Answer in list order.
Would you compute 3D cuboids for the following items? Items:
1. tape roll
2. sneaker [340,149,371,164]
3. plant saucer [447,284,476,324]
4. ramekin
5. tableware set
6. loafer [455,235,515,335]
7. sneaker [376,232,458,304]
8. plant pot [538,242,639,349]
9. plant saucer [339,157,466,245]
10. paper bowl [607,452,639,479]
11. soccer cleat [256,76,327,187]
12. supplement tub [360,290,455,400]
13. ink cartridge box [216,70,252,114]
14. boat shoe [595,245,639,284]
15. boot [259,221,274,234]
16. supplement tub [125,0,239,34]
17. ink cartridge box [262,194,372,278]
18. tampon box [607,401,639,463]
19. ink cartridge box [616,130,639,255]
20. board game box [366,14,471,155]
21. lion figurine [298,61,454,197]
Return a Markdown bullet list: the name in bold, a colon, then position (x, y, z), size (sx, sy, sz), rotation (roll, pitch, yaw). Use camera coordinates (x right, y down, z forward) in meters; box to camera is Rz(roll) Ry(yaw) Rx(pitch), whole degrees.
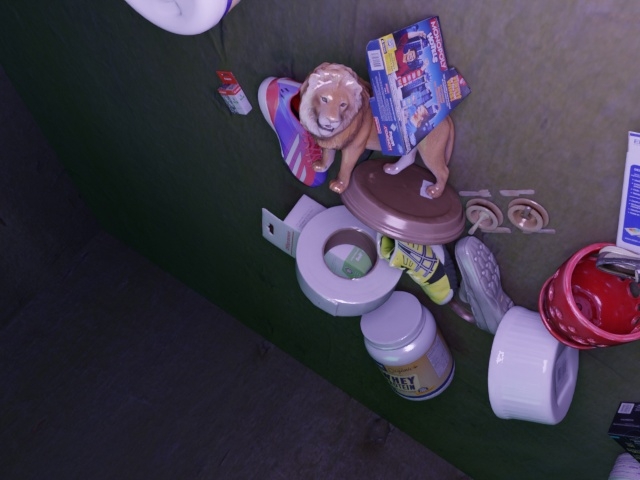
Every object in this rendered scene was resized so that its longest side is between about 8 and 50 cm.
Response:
- **tape roll**: position (0.074, 0.053, 1.589), size (0.286, 0.286, 0.100), rotation (33, 156, 11)
- **sneaker**: position (0.072, -0.248, 1.293), size (0.130, 0.087, 0.227), rotation (31, 162, 0)
- **plant saucer**: position (0.417, 0.174, 1.643), size (0.168, 0.029, 0.168), rotation (31, 156, 15)
- **ramekin**: position (0.517, 0.303, 1.445), size (0.135, 0.277, 0.277), rotation (6, 142, 38)
- **tableware set**: position (0.384, -0.049, 1.274), size (0.194, 0.039, 0.128), rotation (4, 139, 52)
- **loafer**: position (0.383, 0.119, 1.469), size (0.111, 0.112, 0.319), rotation (-1, 131, 39)
- **sneaker**: position (0.214, 0.023, 1.469), size (0.385, 0.147, 0.145), rotation (59, 169, -31)
- **plant pot**: position (0.533, 0.121, 1.186), size (0.191, 0.191, 0.174), rotation (35, 159, 8)
- **plant saucer**: position (0.174, -0.091, 1.248), size (0.278, 0.278, 0.041), rotation (30, 127, 17)
- **paper bowl**: position (0.986, 0.761, 1.759), size (0.284, 0.148, 0.284), rotation (31, 157, 15)
- **soccer cleat**: position (-0.039, -0.245, 1.440), size (0.116, 0.108, 0.318), rotation (13, 144, 37)
- **supplement tub**: position (0.270, 0.327, 1.880), size (0.228, 0.228, 0.316), rotation (14, 147, 43)
- **ink cartridge box**: position (-0.228, -0.378, 1.552), size (0.063, 0.029, 0.115), rotation (16, 149, 41)
- **boat shoe**: position (0.557, 0.053, 1.048), size (0.152, 0.049, 0.056), rotation (16, 149, 40)
- **boot**: position (-0.151, -0.015, 2.086), size (0.118, 0.042, 0.087), rotation (25, 156, 27)
- **supplement tub**: position (-0.147, -0.485, 0.868), size (0.241, 0.331, 0.241), rotation (30, 155, 16)
- **ink cartridge box**: position (0.000, 0.000, 1.802), size (0.353, 0.119, 0.207), rotation (33, 156, 10)
- **tampon box**: position (0.846, 0.502, 1.541), size (0.161, 0.101, 0.120), rotation (41, 157, -10)
- **ink cartridge box**: position (0.574, -0.055, 0.966), size (0.165, 0.065, 0.333), rotation (22, 153, 33)
- **board game box**: position (0.169, -0.271, 1.034), size (0.060, 0.194, 0.194), rotation (12, 126, 50)
- **lion figurine**: position (0.125, -0.210, 1.144), size (0.142, 0.392, 0.240), rotation (58, 141, 41)
